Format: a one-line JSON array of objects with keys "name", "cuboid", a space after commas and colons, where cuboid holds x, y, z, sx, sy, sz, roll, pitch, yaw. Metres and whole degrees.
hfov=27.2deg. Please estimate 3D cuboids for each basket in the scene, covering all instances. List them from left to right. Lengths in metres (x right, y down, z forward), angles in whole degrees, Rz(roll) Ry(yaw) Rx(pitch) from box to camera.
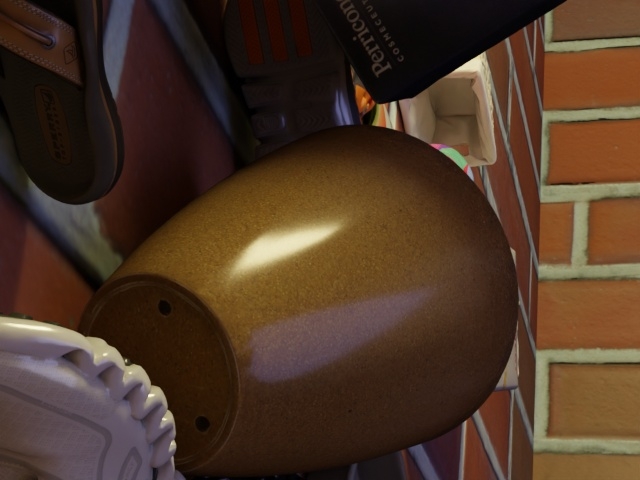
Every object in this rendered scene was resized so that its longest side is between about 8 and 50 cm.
[{"name": "basket", "cuboid": [0.168, -0.188, 1.734, 0.167, 0.113, 0.103, 73, 20, -44]}]

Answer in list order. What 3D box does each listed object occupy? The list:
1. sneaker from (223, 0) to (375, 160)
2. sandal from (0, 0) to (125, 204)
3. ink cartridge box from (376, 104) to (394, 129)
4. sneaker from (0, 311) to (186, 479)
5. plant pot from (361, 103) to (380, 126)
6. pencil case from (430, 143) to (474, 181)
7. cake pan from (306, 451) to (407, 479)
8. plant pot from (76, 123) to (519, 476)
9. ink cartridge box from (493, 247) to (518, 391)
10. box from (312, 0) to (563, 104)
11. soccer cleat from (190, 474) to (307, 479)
[{"name": "sneaker", "cuboid": [0.011, -0.080, 1.135, 0.180, 0.125, 0.321, -37, 124, -70]}, {"name": "sandal", "cuboid": [-0.156, -0.104, 0.660, 0.060, 0.090, 0.219, -44, 142, -40]}, {"name": "ink cartridge box", "cuboid": [0.055, -0.170, 1.456, 0.145, 0.045, 0.179, 60, 34, -60]}, {"name": "sneaker", "cuboid": [-0.129, 0.136, 0.665, 0.292, 0.110, 0.118, 69, 34, -49]}, {"name": "plant pot", "cuboid": [0.015, -0.119, 1.264, 0.079, 0.083, 0.083, 67, 23, -84]}, {"name": "pencil case", "cuboid": [0.122, -0.036, 1.580, 0.236, 0.104, 0.104, -58, 143, -62]}, {"name": "cake pan", "cuboid": [0.035, 0.319, 1.307, 0.293, 0.054, 0.293, -2, 90, -74]}, {"name": "plant pot", "cuboid": [-0.030, 0.057, 0.848, 0.254, 0.237, 0.237, -20, 108, -58]}, {"name": "ink cartridge box", "cuboid": [0.188, 0.100, 1.759, 0.278, 0.117, 0.201, 18, 71, -73]}, {"name": "box", "cuboid": [0.098, -0.297, 0.960, 0.296, 0.294, 0.183, 58, 15, 0]}, {"name": "soccer cleat", "cuboid": [-0.076, 0.268, 0.867, 0.318, 0.109, 0.116, -71, 177, -58]}]
